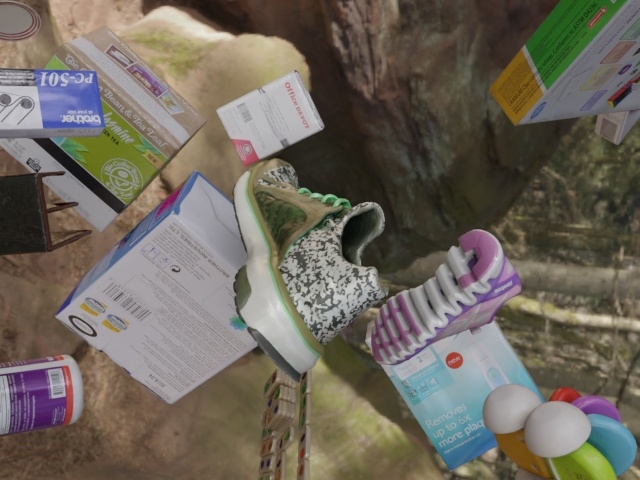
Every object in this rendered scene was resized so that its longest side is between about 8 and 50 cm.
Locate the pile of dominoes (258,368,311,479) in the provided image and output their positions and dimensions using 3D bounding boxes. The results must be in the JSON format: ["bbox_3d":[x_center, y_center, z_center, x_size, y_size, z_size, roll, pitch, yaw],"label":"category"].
[{"bbox_3d":[-0.075,0.333,1.146,0.196,0.040,0.251,-56,-158,37],"label":"pile of dominoes"}]

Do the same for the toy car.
[{"bbox_3d":[0.299,0.241,0.856,0.136,0.182,0.159,-32,104,-17],"label":"toy car"}]

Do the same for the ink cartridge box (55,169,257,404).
[{"bbox_3d":[-0.259,0.107,1.228,0.270,0.395,0.151,44,28,-18],"label":"ink cartridge box"}]

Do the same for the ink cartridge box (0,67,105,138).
[{"bbox_3d":[-0.439,-0.206,1.066,0.207,0.046,0.097,-7,81,-32],"label":"ink cartridge box"}]

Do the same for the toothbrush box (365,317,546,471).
[{"bbox_3d":[0.251,0.234,1.311,0.295,0.216,0.126,58,9,-3],"label":"toothbrush box"}]

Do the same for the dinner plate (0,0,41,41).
[{"bbox_3d":[-0.740,-0.524,1.681,0.141,0.141,0.017,28,45,-58],"label":"dinner plate"}]

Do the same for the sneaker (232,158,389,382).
[{"bbox_3d":[0.000,0.000,0.913,0.158,0.182,0.410,58,11,-33],"label":"sneaker"}]

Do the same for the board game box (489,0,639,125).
[{"bbox_3d":[0.397,-0.257,0.883,0.317,0.242,0.064,-12,62,-36],"label":"board game box"}]

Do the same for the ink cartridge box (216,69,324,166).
[{"bbox_3d":[-0.119,-0.302,1.745,0.158,0.218,0.092,64,11,-10],"label":"ink cartridge box"}]

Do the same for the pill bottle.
[{"bbox_3d":[-0.771,0.392,1.760,0.323,0.182,0.181,-3,98,-34],"label":"pill bottle"}]

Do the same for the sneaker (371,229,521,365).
[{"bbox_3d":[0.168,0.093,0.925,0.105,0.236,0.095,27,31,-35],"label":"sneaker"}]

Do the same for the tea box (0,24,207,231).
[{"bbox_3d":[-0.511,-0.262,1.665,0.329,0.323,0.220,42,26,-12],"label":"tea box"}]

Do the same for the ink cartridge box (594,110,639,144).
[{"bbox_3d":[0.642,-0.359,1.371,0.261,0.066,0.296,-51,157,-5],"label":"ink cartridge box"}]

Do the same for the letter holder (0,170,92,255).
[{"bbox_3d":[-0.649,-0.058,1.438,0.214,0.302,0.151,-51,136,-78],"label":"letter holder"}]
